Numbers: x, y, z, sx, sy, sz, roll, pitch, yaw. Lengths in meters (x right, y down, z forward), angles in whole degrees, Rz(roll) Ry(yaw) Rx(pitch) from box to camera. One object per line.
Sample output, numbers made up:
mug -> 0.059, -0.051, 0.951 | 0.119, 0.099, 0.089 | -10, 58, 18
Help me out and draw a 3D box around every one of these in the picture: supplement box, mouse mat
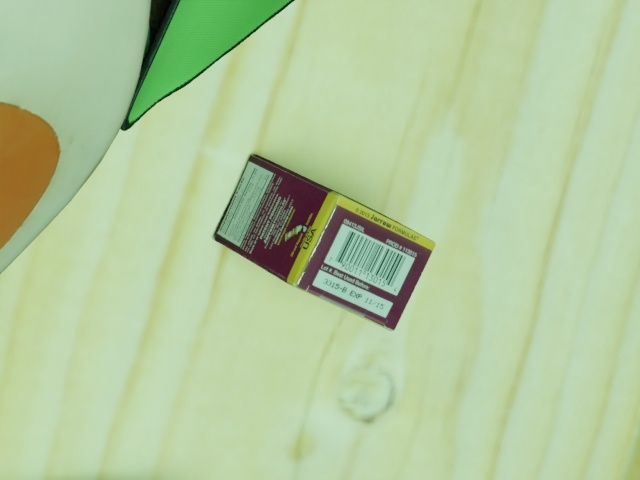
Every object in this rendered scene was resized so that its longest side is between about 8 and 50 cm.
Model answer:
supplement box -> 0.000, 0.000, 0.758 | 0.055, 0.083, 0.043 | 25, 92, -30
mouse mat -> -0.004, -0.129, 0.662 | 0.190, 0.007, 0.152 | -45, 168, -51

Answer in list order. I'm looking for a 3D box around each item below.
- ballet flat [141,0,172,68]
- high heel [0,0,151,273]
ballet flat -> -0.099, -0.123, 0.651 | 0.116, 0.124, 0.342 | 39, 85, -34
high heel -> -0.126, -0.123, 0.549 | 0.377, 0.181, 0.127 | -54, 151, 6
